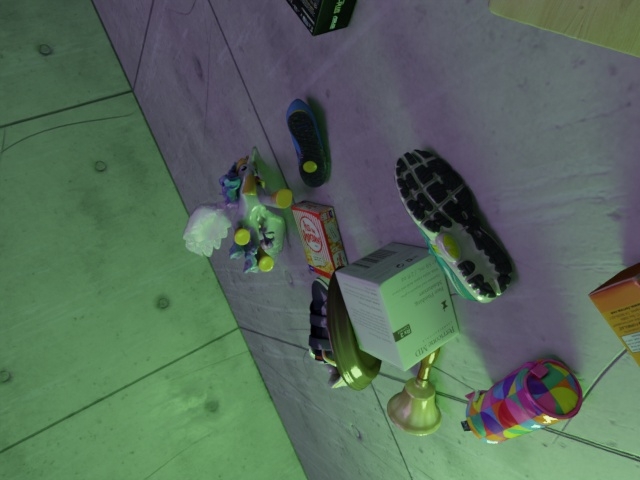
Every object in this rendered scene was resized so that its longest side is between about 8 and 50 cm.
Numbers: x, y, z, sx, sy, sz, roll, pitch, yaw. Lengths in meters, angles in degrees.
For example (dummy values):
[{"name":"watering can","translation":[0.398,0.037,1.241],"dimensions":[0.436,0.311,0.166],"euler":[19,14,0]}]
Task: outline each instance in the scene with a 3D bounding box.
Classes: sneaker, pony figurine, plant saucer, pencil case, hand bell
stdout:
[{"name":"sneaker","translation":[0.026,0.263,1.385],"dimensions":[0.126,0.128,0.321],"euler":[-11,102,67]},{"name":"sneaker","translation":[0.196,-0.018,0.810],"dimensions":[0.275,0.107,0.110],"euler":[62,165,5]},{"name":"pony figurine","translation":[-0.203,-0.060,1.378],"dimensions":[0.363,0.303,0.350],"euler":[-126,49,-61]},{"name":"plant saucer","translation":[0.085,0.191,1.105],"dimensions":[0.041,0.278,0.277],"euler":[-12,106,22]},{"name":"pencil case","translation":[0.326,0.274,0.828],"dimensions":[0.104,0.104,0.236],"euler":[55,153,19]},{"name":"sneaker","translation":[-0.026,-0.219,1.116],"dimensions":[0.082,0.069,0.209],"euler":[-93,-10,-50]},{"name":"hand bell","translation":[0.223,0.291,1.074],"dimensions":[0.126,0.126,0.241],"euler":[38,133,45]}]

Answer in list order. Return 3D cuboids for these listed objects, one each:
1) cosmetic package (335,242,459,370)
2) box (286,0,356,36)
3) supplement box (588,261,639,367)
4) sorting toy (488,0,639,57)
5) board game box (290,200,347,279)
[{"name":"cosmetic package","translation":[0.149,0.122,0.968],"dimensions":[0.151,0.151,0.183],"euler":[11,124,60]},{"name":"box","translation":[-0.013,-0.463,0.818],"dimensions":[0.180,0.078,0.147],"euler":[56,155,16]},{"name":"supplement box","translation":[0.412,0.135,0.545],"dimensions":[0.233,0.078,0.080],"euler":[59,155,14]},{"name":"sorting toy","translation":[0.285,-0.267,0.341],"dimensions":[0.256,0.089,0.257],"euler":[31,142,25]},{"name":"board game box","translation":[0.000,0.000,1.277],"dimensions":[0.147,0.045,0.193],"euler":[18,129,58]}]
